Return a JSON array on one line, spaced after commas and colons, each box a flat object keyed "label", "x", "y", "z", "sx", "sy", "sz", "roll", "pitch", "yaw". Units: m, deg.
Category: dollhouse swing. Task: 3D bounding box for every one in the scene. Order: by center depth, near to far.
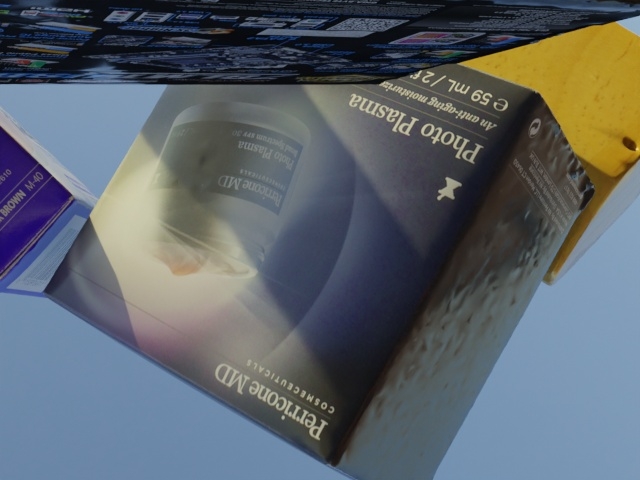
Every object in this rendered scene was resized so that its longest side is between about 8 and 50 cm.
[{"label": "dollhouse swing", "x": 0.115, "y": -0.073, "z": 1.192, "sx": 0.347, "sy": 0.305, "sz": 0.315, "roll": 35, "pitch": -138, "yaw": 17}]

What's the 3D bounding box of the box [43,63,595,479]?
[{"label": "box", "x": 0.000, "y": 0.000, "z": 0.938, "sx": 0.296, "sy": 0.294, "sz": 0.183, "roll": 25, "pitch": 172, "yaw": 32}]

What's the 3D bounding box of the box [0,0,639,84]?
[{"label": "box", "x": -0.045, "y": -0.119, "z": 0.557, "sx": 0.295, "sy": 0.293, "sz": 0.073, "roll": -2, "pitch": -88, "yaw": -21}]

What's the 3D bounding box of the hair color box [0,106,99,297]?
[{"label": "hair color box", "x": -0.336, "y": -0.104, "z": 1.018, "sx": 0.339, "sy": 0.110, "sz": 0.185, "roll": 42, "pitch": 178, "yaw": 4}]
